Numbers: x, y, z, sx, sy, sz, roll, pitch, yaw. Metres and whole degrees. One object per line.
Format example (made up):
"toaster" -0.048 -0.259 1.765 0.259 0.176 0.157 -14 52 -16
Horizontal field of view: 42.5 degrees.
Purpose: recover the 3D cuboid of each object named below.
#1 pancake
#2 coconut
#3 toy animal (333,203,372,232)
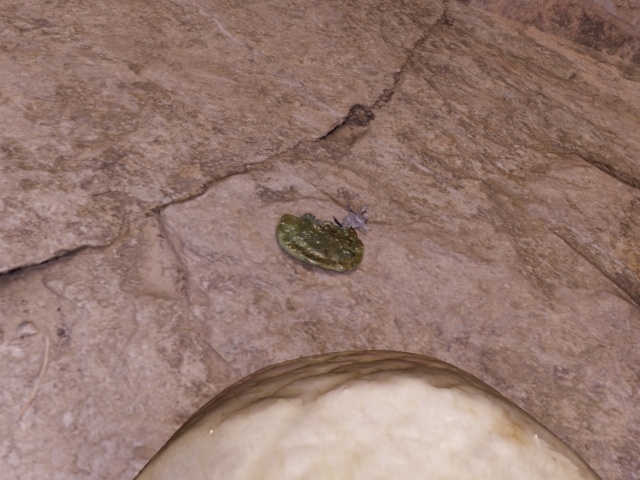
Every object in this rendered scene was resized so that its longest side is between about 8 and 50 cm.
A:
"pancake" 0.001 0.003 1.141 0.130 0.022 0.116 17 36 -10
"coconut" 0.041 0.257 0.525 0.415 0.344 0.415 44 -4 4
"toy animal" 0.057 -0.032 1.219 0.050 0.028 0.084 32 34 29
